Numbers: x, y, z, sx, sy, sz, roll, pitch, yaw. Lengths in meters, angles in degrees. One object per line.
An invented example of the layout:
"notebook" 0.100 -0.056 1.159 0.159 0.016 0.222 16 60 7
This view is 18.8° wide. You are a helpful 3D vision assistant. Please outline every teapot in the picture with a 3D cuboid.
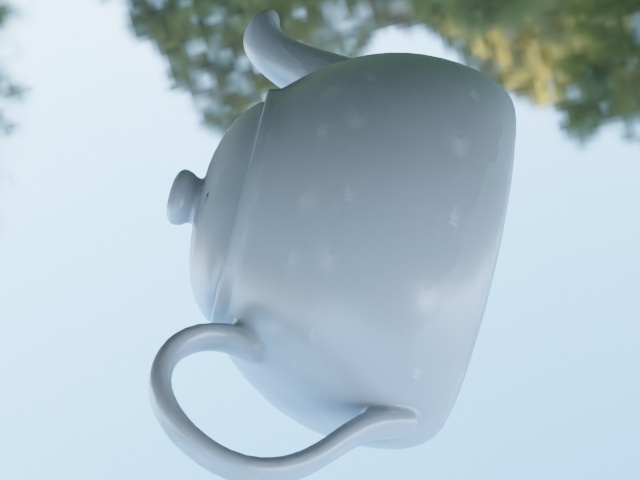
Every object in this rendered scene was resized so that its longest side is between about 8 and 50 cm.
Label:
"teapot" 0.000 0.000 1.144 0.187 0.252 0.256 13 -174 -3
